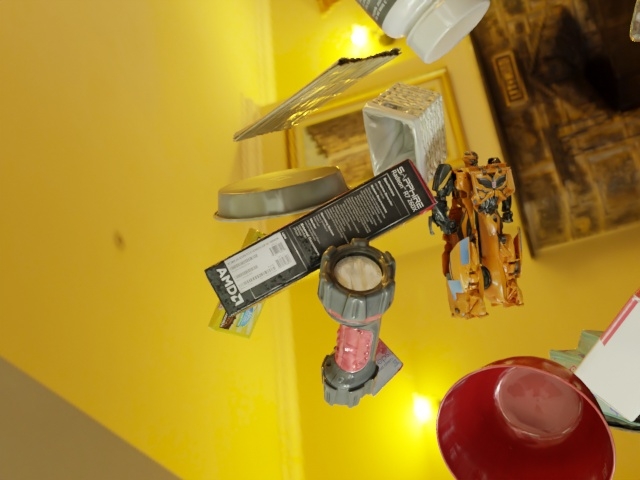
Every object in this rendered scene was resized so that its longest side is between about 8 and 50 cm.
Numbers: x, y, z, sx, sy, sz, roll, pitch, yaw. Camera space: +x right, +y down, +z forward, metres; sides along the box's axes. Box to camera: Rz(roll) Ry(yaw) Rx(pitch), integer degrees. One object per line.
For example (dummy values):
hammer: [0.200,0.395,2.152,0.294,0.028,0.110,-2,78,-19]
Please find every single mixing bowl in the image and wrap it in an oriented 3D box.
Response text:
mixing bowl: [0.223,0.192,0.855,0.098,0.181,0.182,-38,-67,-58]

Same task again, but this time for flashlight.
flashlight: [0.041,0.129,1.106,0.304,0.103,0.103,95,177,-49]

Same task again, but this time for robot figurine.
robot figurine: [0.289,-0.015,1.442,0.211,0.085,0.291,-11,-81,-37]

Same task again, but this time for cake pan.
cake pan: [-0.080,-0.100,1.649,0.293,0.293,0.054,-56,-43,-73]

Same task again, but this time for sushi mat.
sushi mat: [-0.012,-0.245,1.377,0.151,0.316,0.019,-19,-94,-42]

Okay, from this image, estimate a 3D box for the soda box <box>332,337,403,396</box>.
soda box: [0.087,0.226,1.557,0.092,0.083,0.263,46,175,2]

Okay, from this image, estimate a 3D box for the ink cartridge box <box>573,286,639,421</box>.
ink cartridge box: [0.423,0.095,0.978,0.218,0.092,0.159,-32,-28,-39]

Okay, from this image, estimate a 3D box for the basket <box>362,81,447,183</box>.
basket: [0.158,-0.190,1.466,0.103,0.113,0.167,-46,-38,-30]

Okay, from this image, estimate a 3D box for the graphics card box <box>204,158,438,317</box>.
graphics card box: [0.000,0.000,1.343,0.094,0.370,0.233,60,180,2]

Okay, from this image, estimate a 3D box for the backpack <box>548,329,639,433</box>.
backpack: [0.431,0.210,1.208,0.165,0.188,0.145,16,-101,-48]

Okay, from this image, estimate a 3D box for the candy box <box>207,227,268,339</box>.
candy box: [-0.136,0.085,1.556,0.105,0.027,0.206,23,-90,-52]

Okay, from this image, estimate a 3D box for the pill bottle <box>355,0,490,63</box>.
pill bottle: [0.120,-0.426,1.276,0.283,0.161,0.161,49,-169,7]

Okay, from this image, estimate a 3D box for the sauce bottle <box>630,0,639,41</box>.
sauce bottle: [0.697,-0.355,1.327,0.111,0.344,0.112,16,-90,-71]
